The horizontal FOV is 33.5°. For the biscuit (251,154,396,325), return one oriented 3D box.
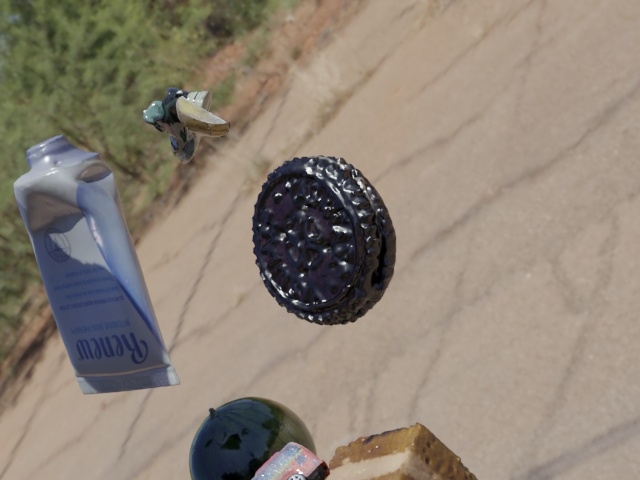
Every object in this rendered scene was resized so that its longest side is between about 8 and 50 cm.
[{"bbox_3d":[0.000,0.000,1.159,0.053,0.194,0.194,-10,-23,-46],"label":"biscuit"}]

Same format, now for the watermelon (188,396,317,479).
[{"bbox_3d":[-0.126,0.412,1.984,0.242,0.242,0.242,-48,16,19],"label":"watermelon"}]

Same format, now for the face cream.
[{"bbox_3d":[-0.365,0.041,1.680,0.235,0.420,0.137,-12,9,36],"label":"face cream"}]

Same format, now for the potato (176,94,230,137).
[{"bbox_3d":[-0.168,-0.159,1.435,0.036,0.093,0.037,-27,-42,-44],"label":"potato"}]

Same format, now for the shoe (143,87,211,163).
[{"bbox_3d":[-0.229,-0.189,1.661,0.169,0.099,0.071,119,169,-60],"label":"shoe"}]

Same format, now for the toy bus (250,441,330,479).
[{"bbox_3d":[-0.076,0.363,1.466,0.192,0.077,0.065,-43,-31,-16],"label":"toy bus"}]

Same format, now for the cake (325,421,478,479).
[{"bbox_3d":[0.096,0.435,1.513,0.196,0.198,0.293,-22,27,39],"label":"cake"}]
